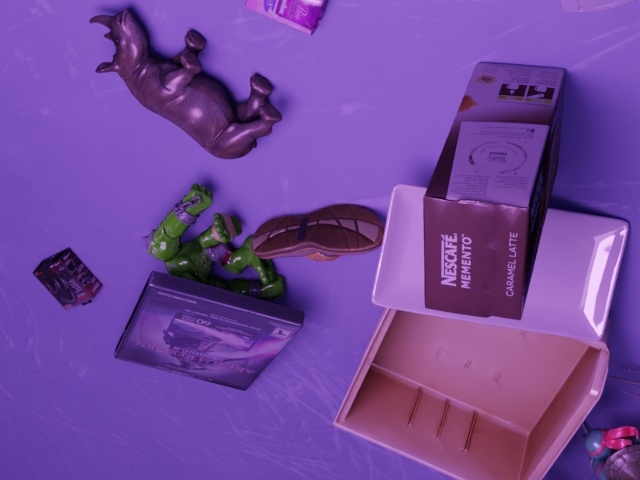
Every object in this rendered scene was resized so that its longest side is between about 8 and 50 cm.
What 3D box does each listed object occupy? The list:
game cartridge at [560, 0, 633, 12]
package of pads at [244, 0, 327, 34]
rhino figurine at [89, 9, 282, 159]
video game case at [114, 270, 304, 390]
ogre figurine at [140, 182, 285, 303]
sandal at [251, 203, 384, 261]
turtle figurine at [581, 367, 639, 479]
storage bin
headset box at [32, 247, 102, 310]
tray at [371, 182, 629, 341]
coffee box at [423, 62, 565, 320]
[{"bbox_3d":[0.270,-0.249,1.066,0.083,0.017,0.056,-7,121,27],"label":"game cartridge"},{"bbox_3d":[-0.036,-0.256,1.173,0.083,0.032,0.050,24,135,2],"label":"package of pads"},{"bbox_3d":[-0.163,-0.180,1.261,0.243,0.073,0.106,34,129,-5],"label":"rhino figurine"},{"bbox_3d":[-0.154,0.126,1.452,0.196,0.026,0.274,16,150,-12],"label":"video game case"},{"bbox_3d":[-0.140,0.023,1.406,0.118,0.097,0.197,-25,146,21],"label":"ogre figurine"},{"bbox_3d":[0.000,0.000,1.347,0.180,0.072,0.049,-7,140,29],"label":"sandal"},{"bbox_3d":[0.401,0.269,1.376,0.234,0.118,0.175,30,132,-11],"label":"turtle figurine"},{"bbox_3d":[0.187,0.163,1.364,0.262,0.123,0.260,24,133,3],"label":"storage bin"},{"bbox_3d":[-0.354,0.058,1.558,0.062,0.032,0.083,-22,115,34],"label":"headset box"},{"bbox_3d":[0.200,0.023,1.248,0.270,0.030,0.145,9,104,-4],"label":"tray"},{"bbox_3d":[0.177,-0.056,1.105,0.098,0.246,0.141,8,129,16],"label":"coffee box"}]
